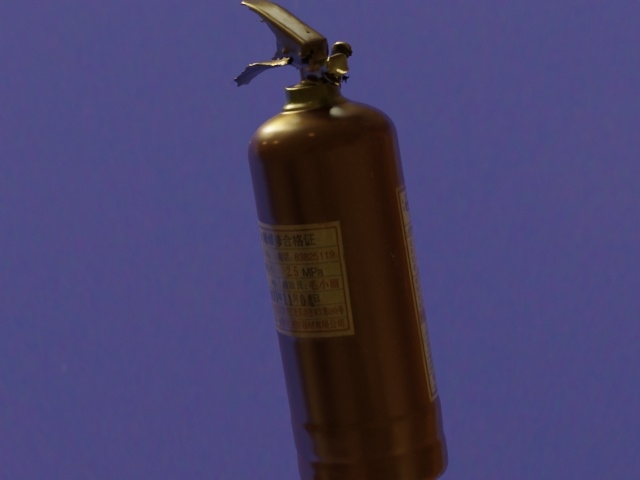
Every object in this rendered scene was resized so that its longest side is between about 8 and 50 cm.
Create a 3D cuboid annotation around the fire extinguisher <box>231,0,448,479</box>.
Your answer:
[{"bbox_3d":[0.000,0.000,0.899,0.071,0.099,0.231,-15,-81,-32],"label":"fire extinguisher"}]
